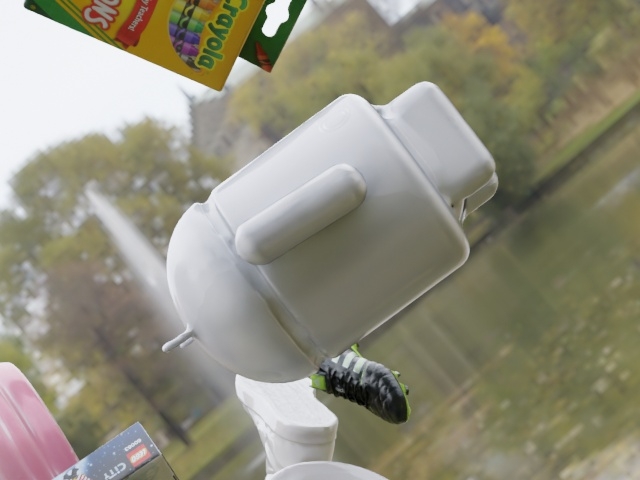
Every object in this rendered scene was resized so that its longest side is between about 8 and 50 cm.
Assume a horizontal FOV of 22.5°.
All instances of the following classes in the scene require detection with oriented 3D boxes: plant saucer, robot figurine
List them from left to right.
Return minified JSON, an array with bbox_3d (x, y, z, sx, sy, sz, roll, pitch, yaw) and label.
[{"bbox_3d":[-0.299,0.255,1.684,0.084,0.332,0.332,-30,-6,-17],"label":"plant saucer"},{"bbox_3d":[0.000,0.000,1.537,0.353,0.200,0.300,-36,-16,0],"label":"robot figurine"}]

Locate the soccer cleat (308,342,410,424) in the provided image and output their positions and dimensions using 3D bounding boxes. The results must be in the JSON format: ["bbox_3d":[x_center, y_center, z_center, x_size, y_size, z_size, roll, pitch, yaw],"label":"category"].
[{"bbox_3d":[0.031,0.148,1.691,0.072,0.060,0.179,-17,31,-24],"label":"soccer cleat"}]

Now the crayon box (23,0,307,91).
[{"bbox_3d":[-0.179,-0.307,1.935,0.202,0.318,0.081,120,169,-48],"label":"crayon box"}]

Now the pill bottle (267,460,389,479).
[{"bbox_3d":[-0.003,0.362,1.537,0.152,0.152,0.272,-37,-38,-57],"label":"pill bottle"}]

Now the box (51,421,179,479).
[{"bbox_3d":[-0.196,0.261,1.218,0.233,0.044,0.159,-34,-47,-10],"label":"box"}]

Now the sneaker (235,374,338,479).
[{"bbox_3d":[-0.050,0.267,2.017,0.108,0.169,0.292,2,11,-11],"label":"sneaker"}]
